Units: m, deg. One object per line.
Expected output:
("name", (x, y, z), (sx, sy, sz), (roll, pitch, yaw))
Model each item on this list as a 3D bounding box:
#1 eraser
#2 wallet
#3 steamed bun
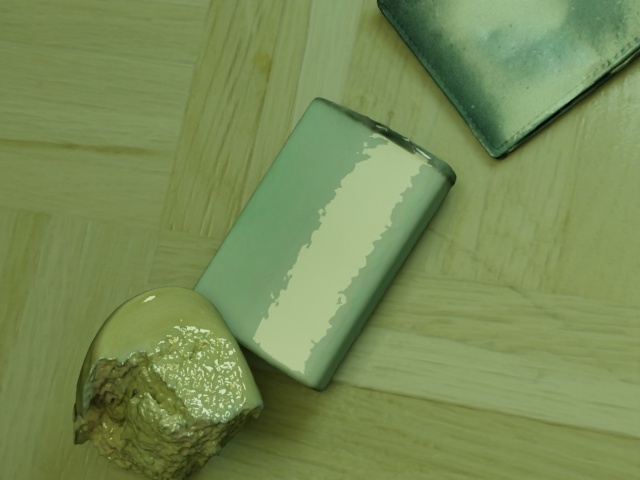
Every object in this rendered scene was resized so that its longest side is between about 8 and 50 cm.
("eraser", (0.000, 0.000, 1.561), (0.189, 0.104, 0.290), (32, 88, 15))
("wallet", (0.244, -0.269, 1.583), (0.290, 0.054, 0.251), (-38, 71, 5))
("steamed bun", (-0.185, 0.181, 1.507), (0.170, 0.225, 0.200), (-15, 59, -31))
